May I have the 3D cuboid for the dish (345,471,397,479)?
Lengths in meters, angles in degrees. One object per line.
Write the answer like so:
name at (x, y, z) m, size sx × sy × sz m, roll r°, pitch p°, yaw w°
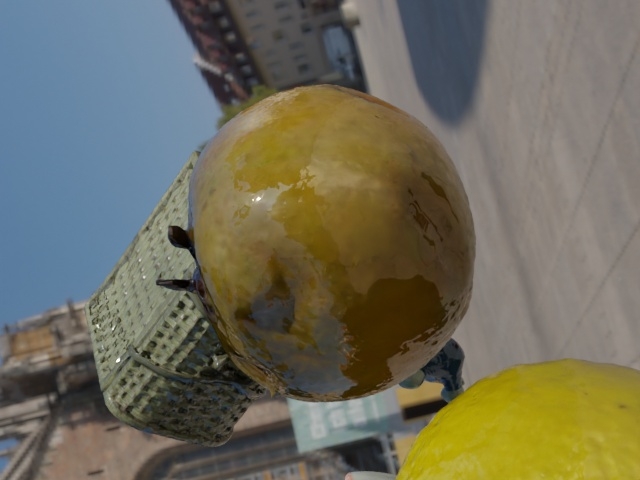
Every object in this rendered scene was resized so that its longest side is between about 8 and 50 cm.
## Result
dish at (0.084, 0.271, 0.747) m, size 0.151 × 0.077 × 0.212 m, roll 86°, pitch 166°, yaw -61°

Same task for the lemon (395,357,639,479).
lemon at (0.146, 0.175, 0.576) m, size 0.240 × 0.240 × 0.219 m, roll 65°, pitch -152°, yaw -67°

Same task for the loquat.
loquat at (0.001, 0.002, 0.693) m, size 0.213 × 0.213 × 0.213 m, roll -14°, pitch -90°, yaw -86°

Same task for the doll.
doll at (0.083, 0.090, 0.838) m, size 0.076 × 0.050 × 0.083 m, roll 28°, pitch -173°, yaw -34°

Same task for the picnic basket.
picnic basket at (-0.088, 0.057, 0.889) m, size 0.134 × 0.196 × 0.154 m, roll 24°, pitch -154°, yaw -33°
